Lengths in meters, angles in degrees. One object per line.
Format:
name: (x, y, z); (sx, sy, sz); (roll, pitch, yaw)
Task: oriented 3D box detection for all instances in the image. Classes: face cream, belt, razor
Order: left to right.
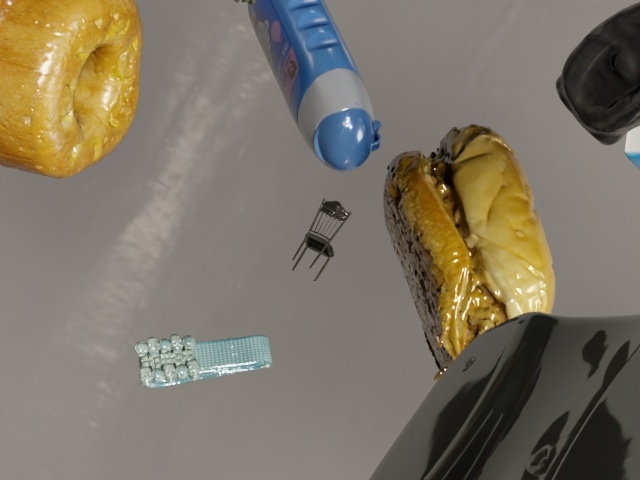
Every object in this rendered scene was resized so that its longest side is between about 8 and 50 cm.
belt: (-0.154, 0.156, 1.673); (0.179, 0.100, 0.065); (-10, 74, -8)
face cream: (-0.005, -0.184, 1.389); (0.083, 0.149, 0.264); (-16, 54, -10)
razor: (0.183, -0.103, 0.606); (0.054, 0.148, 0.090); (50, 148, 9)

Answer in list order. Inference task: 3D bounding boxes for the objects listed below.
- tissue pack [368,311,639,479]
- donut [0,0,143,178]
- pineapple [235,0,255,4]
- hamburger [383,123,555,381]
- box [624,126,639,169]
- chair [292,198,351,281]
tissue pack: (0.174, 0.162, 0.596); (0.229, 0.236, 0.333); (-54, 10, -18)
donut: (-0.271, -0.173, 1.297); (0.114, 0.226, 0.226); (20, 84, 17)
pineapple: (-0.056, -0.267, 1.106); (0.159, 0.074, 0.074); (113, 161, -65)
hamburger: (0.167, 0.033, 1.402); (0.158, 0.318, 0.318); (-13, 57, 1)
box: (0.304, -0.140, 0.916); (0.048, 0.273, 0.265); (3, 76, 35)
chair: (0.000, 0.000, 1.390); (0.037, 0.042, 0.086); (27, 73, 14)
